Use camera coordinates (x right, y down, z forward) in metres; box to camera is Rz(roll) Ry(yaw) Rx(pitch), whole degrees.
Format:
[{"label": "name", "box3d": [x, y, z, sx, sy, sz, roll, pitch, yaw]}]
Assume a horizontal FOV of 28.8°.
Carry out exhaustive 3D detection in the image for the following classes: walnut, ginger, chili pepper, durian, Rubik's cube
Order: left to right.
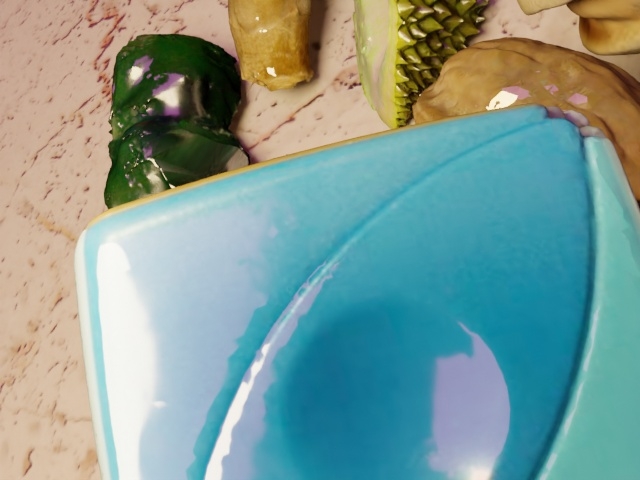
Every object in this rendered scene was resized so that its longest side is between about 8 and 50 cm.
[{"label": "chili pepper", "box3d": [-0.158, -0.112, 1.356, 0.116, 0.148, 0.264, 148, 131, -62]}, {"label": "ginger", "box3d": [-0.031, -0.362, 1.366, 0.166, 0.236, 0.375, -1, 61, -15]}, {"label": "durian", "box3d": [0.073, -0.298, 1.302, 0.169, 0.158, 0.352, -29, 54, 33]}, {"label": "Rubik's cube", "box3d": [0.048, 0.143, 0.837, 0.352, 0.347, 0.351, -16, 72, -3]}, {"label": "walnut", "box3d": [0.183, -0.076, 1.074, 0.245, 0.198, 0.198, 31, 83, 31]}]

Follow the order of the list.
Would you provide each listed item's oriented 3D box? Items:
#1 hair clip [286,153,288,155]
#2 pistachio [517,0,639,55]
[{"label": "hair clip", "box3d": [-0.005, -0.003, 1.244, 0.187, 0.056, 0.146, 16, 81, 36]}, {"label": "pistachio", "box3d": [0.303, -0.317, 1.010, 0.365, 0.281, 0.445, -55, 5, 10]}]
